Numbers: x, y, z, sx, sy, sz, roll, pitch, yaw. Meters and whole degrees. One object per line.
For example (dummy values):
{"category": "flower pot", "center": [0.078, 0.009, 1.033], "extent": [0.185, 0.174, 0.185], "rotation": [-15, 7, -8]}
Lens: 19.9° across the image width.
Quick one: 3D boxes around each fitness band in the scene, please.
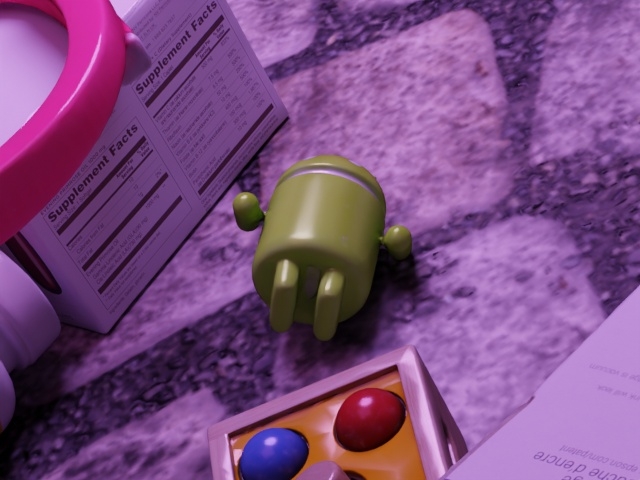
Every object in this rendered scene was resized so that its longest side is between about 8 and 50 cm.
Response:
{"category": "fitness band", "center": [-0.213, -0.083, 1.032], "extent": [0.209, 0.054, 0.291], "rotation": [-39, 38, -6]}

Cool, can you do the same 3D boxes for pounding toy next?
{"category": "pounding toy", "center": [0.020, 0.122, 0.833], "extent": [0.130, 0.100, 0.141], "rotation": [-23, 38, 8]}

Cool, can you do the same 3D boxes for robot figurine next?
{"category": "robot figurine", "center": [0.000, 0.000, 1.016], "extent": [0.101, 0.067, 0.115], "rotation": [10, 46, 5]}

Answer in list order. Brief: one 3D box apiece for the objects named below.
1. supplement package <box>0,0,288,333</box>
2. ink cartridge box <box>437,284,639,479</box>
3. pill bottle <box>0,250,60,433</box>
{"category": "supplement package", "center": [-0.198, -0.080, 1.176], "extent": [0.262, 0.145, 0.204], "rotation": [11, 52, 41]}
{"category": "ink cartridge box", "center": [0.255, 0.067, 0.728], "extent": [0.303, 0.072, 0.307], "rotation": [14, 44, 41]}
{"category": "pill bottle", "center": [-0.247, 0.096, 1.026], "extent": [0.117, 0.117, 0.208], "rotation": [18, 57, 45]}
